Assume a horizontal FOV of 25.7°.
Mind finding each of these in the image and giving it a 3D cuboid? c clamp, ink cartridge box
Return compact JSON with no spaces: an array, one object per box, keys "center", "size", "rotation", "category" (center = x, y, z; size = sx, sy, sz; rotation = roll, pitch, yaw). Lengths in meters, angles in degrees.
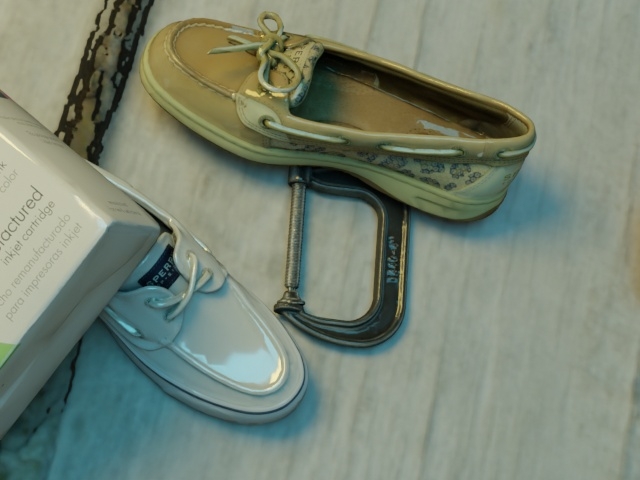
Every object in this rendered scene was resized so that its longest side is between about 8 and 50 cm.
[{"center":[0.000,0.000,1.020],"size":[0.137,0.022,0.161],"rotation":[3,71,-13],"category":"c clamp"},{"center":[-0.305,-0.042,0.890],"size":[0.353,0.119,0.207],"rotation":[39,95,9],"category":"ink cartridge box"}]

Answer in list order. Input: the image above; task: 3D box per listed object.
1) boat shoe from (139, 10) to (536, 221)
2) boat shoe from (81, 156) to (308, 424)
[{"center":[0.013,-0.105,1.005],"size":[0.285,0.089,0.105],"rotation":[17,55,-7],"category":"boat shoe"},{"center":[-0.116,0.031,0.956],"size":[0.258,0.084,0.095],"rotation":[35,71,3],"category":"boat shoe"}]
